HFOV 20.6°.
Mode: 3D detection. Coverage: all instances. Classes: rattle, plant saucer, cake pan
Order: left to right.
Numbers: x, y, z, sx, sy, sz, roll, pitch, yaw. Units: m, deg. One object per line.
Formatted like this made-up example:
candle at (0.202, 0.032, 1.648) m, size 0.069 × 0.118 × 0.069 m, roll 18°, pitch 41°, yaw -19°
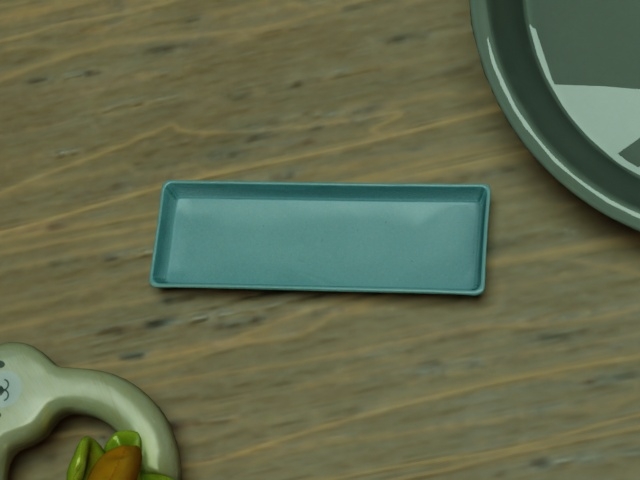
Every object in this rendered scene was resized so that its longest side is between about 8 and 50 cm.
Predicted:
rattle at (-0.171, 0.098, 0.930) m, size 0.130 × 0.143 × 0.200 m, roll -46°, pitch 72°, yaw 11°
plant saucer at (0.000, 0.000, 0.999) m, size 0.192 × 0.018 × 0.067 m, roll 1°, pitch 68°, yaw 11°
cake pan at (0.226, -0.142, 0.934) m, size 0.293 × 0.054 × 0.293 m, roll 1°, pitch 94°, yaw 19°
